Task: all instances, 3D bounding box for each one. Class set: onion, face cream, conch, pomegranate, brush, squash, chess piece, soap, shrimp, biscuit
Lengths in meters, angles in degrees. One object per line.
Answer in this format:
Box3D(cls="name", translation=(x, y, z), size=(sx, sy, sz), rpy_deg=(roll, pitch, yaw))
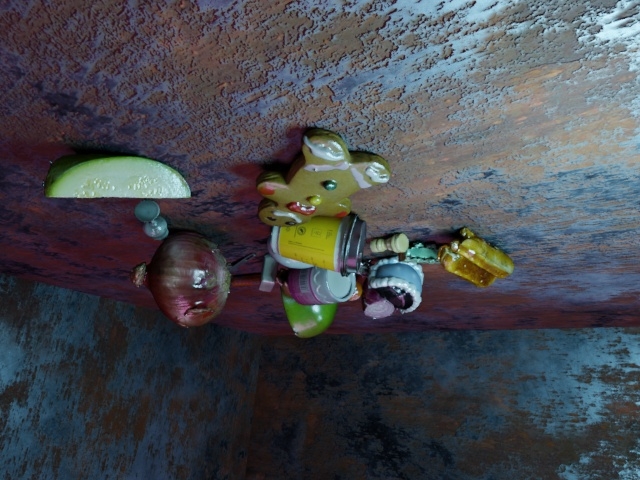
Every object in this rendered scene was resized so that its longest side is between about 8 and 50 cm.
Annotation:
Box3D(cls="onion", translation=(-0.466, 0.140, 1.638), size=(0.354, 0.353, 0.353), rpy_deg=(5, 160, 2))
Box3D(cls="face cream", translation=(0.005, 0.149, 1.671), size=(0.195, 0.175, 0.175), rpy_deg=(-10, 156, 43))
Box3D(cls="conch", translation=(-0.077, 0.036, 1.575), size=(0.221, 0.121, 0.185), rpy_deg=(13, -174, 10))
Box3D(cls="pomegranate", translation=(-0.045, 0.219, 1.883), size=(0.216, 0.309, 0.358), rpy_deg=(-15, 139, 4))
Box3D(cls="onion", translation=(0.252, 0.219, 1.927), size=(0.201, 0.200, 0.207), rpy_deg=(-3, 155, 23))
Box3D(cls="brush", translation=(-0.337, 0.090, 1.954), size=(0.062, 0.027, 0.266), rpy_deg=(17, 153, -30))
Box3D(cls="squash", translation=(-0.502, -0.159, 1.152), size=(0.289, 0.111, 0.203), rpy_deg=(7, -166, 5))
Box3D(cls="chess piece", translation=(0.230, 0.013, 1.538), size=(0.122, 0.066, 0.066), rpy_deg=(-8, 157, 44))
Box3D(cls="soap", translation=(-0.218, 0.137, 1.901), size=(0.064, 0.121, 0.183), rpy_deg=(9, 161, -9))
Box3D(cls="shrimp", translation=(0.081, 0.106, 1.820), size=(0.289, 0.075, 0.178), rpy_deg=(9, 166, -12))
Box3D(cls="biscuit", translation=(-0.024, -0.114, 1.171), size=(0.283, 0.064, 0.432), rpy_deg=(17, 150, -31))

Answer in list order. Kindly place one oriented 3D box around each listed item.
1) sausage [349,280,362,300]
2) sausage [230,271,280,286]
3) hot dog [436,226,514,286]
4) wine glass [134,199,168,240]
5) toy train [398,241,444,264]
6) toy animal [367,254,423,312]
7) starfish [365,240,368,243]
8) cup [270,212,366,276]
Box3D(cls="sausage", translation=(0.127, 0.206, 1.926), size=(0.093, 0.093, 0.312), rpy_deg=(5, 177, 0))
Box3D(cls="sausage", translation=(-0.297, 0.185, 2.154), size=(0.348, 0.053, 0.053), rpy_deg=(-7, 157, 31))
Box3D(cls="hot dog", translation=(0.511, 0.060, 1.511), size=(0.158, 0.117, 0.349), rpy_deg=(-34, 143, 31))
Box3D(cls="wine glass", translation=(-0.553, -0.060, 1.503), size=(0.079, 0.079, 0.195), rpy_deg=(7, 159, -5))
Box3D(cls="toy train", translation=(0.368, 0.049, 1.595), size=(0.176, 0.074, 0.118), rpy_deg=(5, 171, -12))
Box3D(cls="toy animal", translation=(0.301, 0.152, 1.716), size=(0.208, 0.204, 0.156), rpy_deg=(38, 133, -14))
Box3D(cls="starfish", translation=(0.049, 0.020, 1.608), size=(0.238, 0.057, 0.213), rpy_deg=(-6, 150, 25))
Box3D(cls="cup", translation=(0.000, 0.000, 1.394), size=(0.280, 0.196, 0.196), rpy_deg=(9, 162, 14))
